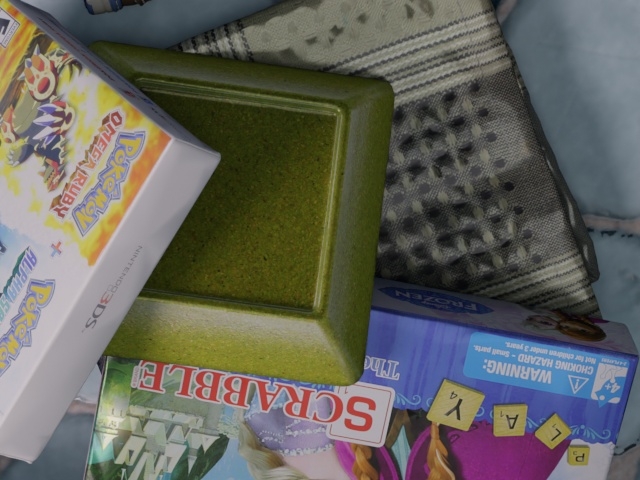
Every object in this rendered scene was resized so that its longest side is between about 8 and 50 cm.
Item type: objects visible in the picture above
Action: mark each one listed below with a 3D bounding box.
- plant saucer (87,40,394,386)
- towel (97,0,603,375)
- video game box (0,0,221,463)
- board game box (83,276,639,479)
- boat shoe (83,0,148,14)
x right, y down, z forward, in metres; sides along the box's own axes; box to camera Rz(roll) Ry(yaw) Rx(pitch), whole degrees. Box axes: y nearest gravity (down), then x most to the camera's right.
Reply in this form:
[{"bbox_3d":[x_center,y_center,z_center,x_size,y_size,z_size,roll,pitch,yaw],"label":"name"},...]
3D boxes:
[{"bbox_3d":[-0.056,-0.021,1.098,0.188,0.045,0.188,8,78,-4],"label":"plant saucer"},{"bbox_3d":[0.000,0.000,1.202,0.324,0.056,0.312,-20,106,5],"label":"towel"},{"bbox_3d":[-0.172,-0.010,1.076,0.048,0.187,0.205,20,104,-52],"label":"video game box"},{"bbox_3d":[0.006,0.179,1.191,0.318,0.066,0.318,10,106,-3],"label":"board game box"},{"bbox_3d":[-0.121,-0.225,1.106,0.066,0.066,0.183,-11,119,-5],"label":"boat shoe"}]
